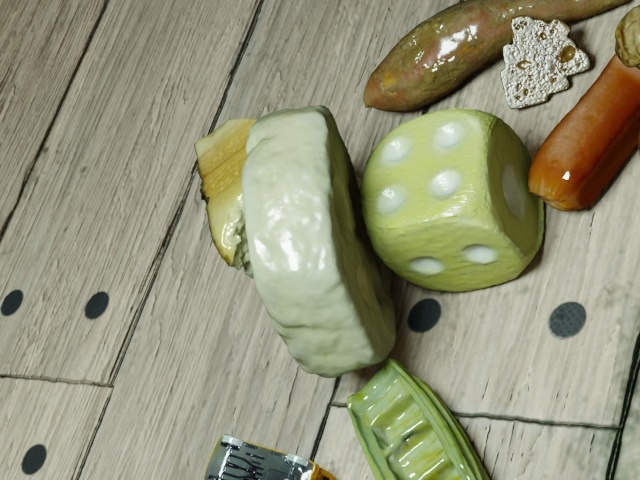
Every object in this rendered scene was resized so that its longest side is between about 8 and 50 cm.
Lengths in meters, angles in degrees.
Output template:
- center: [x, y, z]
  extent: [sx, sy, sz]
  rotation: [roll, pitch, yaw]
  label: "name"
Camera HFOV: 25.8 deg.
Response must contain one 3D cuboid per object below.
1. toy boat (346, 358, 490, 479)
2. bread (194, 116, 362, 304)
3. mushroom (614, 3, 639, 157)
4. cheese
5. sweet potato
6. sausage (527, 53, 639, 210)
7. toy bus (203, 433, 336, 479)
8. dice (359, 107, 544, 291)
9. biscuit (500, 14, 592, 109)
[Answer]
- center: [0.121, 0.256, 1.572]
  extent: [0.111, 0.084, 0.276]
  rotation: [-42, 40, 10]
  label: "toy boat"
- center: [-0.096, -0.049, 1.890]
  extent: [0.211, 0.183, 0.224]
  rotation: [15, 68, 45]
  label: "bread"
- center: [0.496, -0.146, 1.478]
  extent: [0.345, 0.239, 0.345]
  rotation: [-7, 79, 37]
  label: "mushroom"
- center: [0.000, 0.000, 1.671]
  extent: [0.115, 0.318, 0.327]
  rotation: [-11, 85, 12]
  label: "cheese"
- center: [0.219, -0.278, 1.863]
  extent: [0.385, 0.109, 0.109]
  rotation: [-26, 47, 21]
  label: "sweet potato"
- center: [0.359, -0.159, 1.676]
  extent: [0.300, 0.083, 0.089]
  rotation: [-49, 48, -5]
  label: "sausage"
- center: [-0.064, 0.289, 1.699]
  extent: [0.162, 0.074, 0.070]
  rotation: [9, 74, 40]
  label: "toy bus"
- center: [0.161, -0.046, 1.690]
  extent: [0.169, 0.169, 0.166]
  rotation: [-13, 53, 31]
  label: "dice"
- center: [0.278, -0.226, 1.799]
  extent: [0.119, 0.019, 0.130]
  rotation: [35, 103, 9]
  label: "biscuit"
